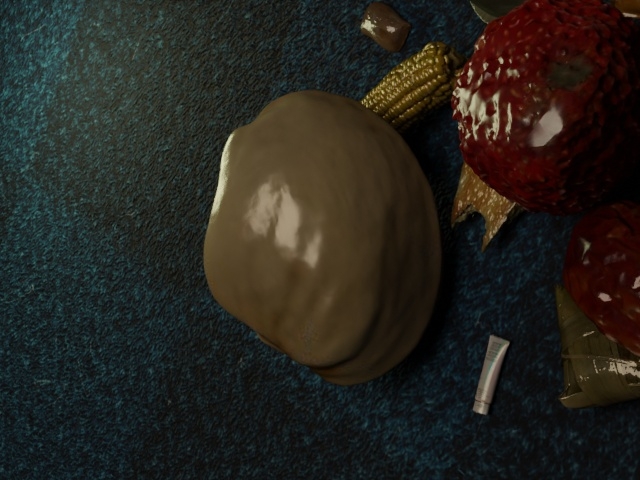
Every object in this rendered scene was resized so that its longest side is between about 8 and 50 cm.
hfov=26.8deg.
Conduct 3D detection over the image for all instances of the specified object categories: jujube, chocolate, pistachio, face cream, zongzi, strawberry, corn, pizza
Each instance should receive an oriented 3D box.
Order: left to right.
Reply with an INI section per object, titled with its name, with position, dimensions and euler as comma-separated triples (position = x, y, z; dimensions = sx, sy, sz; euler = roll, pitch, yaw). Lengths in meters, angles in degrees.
[pistachio]
position = 0.000, 0.000, 2.014
dimensions = 0.365, 0.281, 0.445
euler = -16, 83, 9
[chocolate]
position = 0.099, -0.345, 2.172
dimensions = 0.100, 0.031, 0.064
euler = 47, 120, 39
[corn]
position = 0.113, -0.206, 2.086
dimensions = 0.292, 0.101, 0.101
euler = -37, 57, 38
[face cream]
position = 0.243, 0.192, 1.920
dimensions = 0.038, 0.020, 0.115
euler = 15, 92, 47
[pizza]
position = 0.270, -0.108, 1.942
dimensions = 0.181, 0.034, 0.262
euler = 20, 93, 46
[strawberry]
position = 0.292, -0.179, 1.725
dimensions = 0.292, 0.310, 0.291
euler = -7, 78, 36
[zongzi]
position = 0.383, 0.126, 1.754
dimensions = 0.160, 0.078, 0.176
euler = -16, 67, 38
[jujube]
position = 0.404, 0.050, 1.669
dimensions = 0.174, 0.174, 0.250
euler = -60, 32, 18

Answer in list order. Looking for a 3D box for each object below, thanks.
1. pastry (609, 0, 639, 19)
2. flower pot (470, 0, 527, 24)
[pastry]
position = 0.429, -0.428, 1.663
dimensions = 0.255, 0.162, 0.311
euler = -20, 82, 59
[flower pot]
position = 0.239, -0.433, 1.929
dimensions = 0.212, 0.203, 0.212
euler = -14, 70, 41
